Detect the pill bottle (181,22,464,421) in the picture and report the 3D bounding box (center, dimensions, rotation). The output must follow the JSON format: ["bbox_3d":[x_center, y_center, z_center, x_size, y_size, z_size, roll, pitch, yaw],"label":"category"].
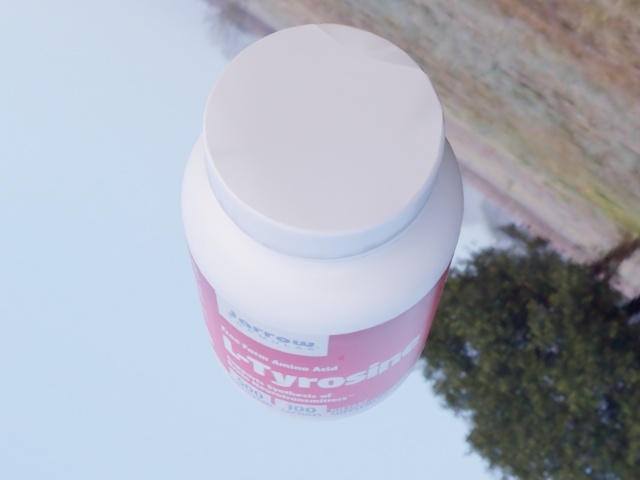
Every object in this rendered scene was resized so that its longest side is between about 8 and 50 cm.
[{"bbox_3d":[0.000,0.000,0.959,0.229,0.229,0.408,36,160,14],"label":"pill bottle"}]
